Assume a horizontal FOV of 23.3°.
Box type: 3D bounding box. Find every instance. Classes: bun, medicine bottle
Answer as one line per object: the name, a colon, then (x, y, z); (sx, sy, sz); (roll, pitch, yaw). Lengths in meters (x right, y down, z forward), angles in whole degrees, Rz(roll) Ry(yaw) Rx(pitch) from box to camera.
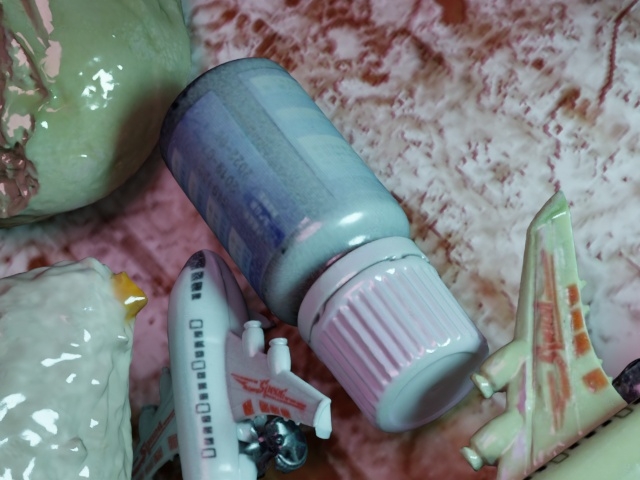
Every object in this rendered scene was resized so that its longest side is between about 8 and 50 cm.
bun: (-0.184, -0.117, 0.877); (0.210, 0.116, 0.237); (-34, 56, 8)
medicine bottle: (0.000, 0.000, 0.757); (0.083, 0.083, 0.203); (-40, 56, 5)

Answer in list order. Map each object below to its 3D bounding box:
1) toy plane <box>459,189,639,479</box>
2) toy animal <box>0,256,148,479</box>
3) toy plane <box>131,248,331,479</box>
toy plane: (0.130, 0.098, 0.641); (0.256, 0.104, 0.242); (-41, 60, 4)
toy animal: (-0.197, 0.159, 0.708); (0.358, 0.188, 0.226); (-51, 33, 14)
toy plane: (-0.049, 0.083, 0.749); (0.162, 0.065, 0.171); (-29, 46, 38)
